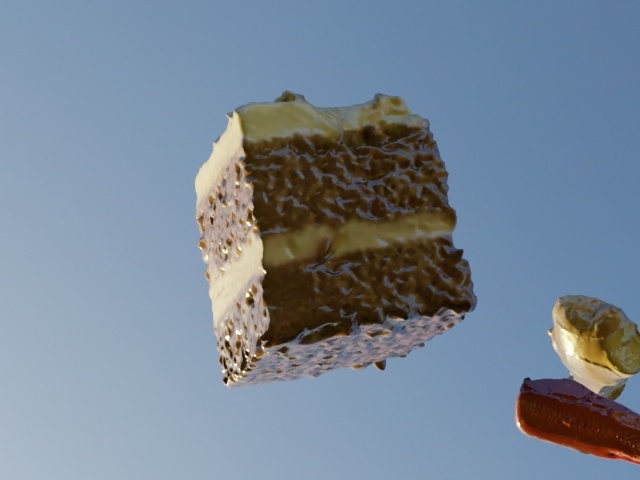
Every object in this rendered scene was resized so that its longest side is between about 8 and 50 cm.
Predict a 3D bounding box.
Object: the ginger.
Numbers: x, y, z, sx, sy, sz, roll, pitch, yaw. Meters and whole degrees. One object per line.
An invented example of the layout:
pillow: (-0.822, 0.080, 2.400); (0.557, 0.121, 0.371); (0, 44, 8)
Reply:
ginger: (0.352, 0.161, 1.398); (0.131, 0.294, 0.086); (31, -109, 19)

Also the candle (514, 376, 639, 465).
candle: (0.226, 0.143, 0.806); (0.162, 0.053, 0.048); (16, -23, 24)

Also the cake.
cake: (0.000, 0.000, 0.637); (0.135, 0.134, 0.147); (-8, -109, -22)
